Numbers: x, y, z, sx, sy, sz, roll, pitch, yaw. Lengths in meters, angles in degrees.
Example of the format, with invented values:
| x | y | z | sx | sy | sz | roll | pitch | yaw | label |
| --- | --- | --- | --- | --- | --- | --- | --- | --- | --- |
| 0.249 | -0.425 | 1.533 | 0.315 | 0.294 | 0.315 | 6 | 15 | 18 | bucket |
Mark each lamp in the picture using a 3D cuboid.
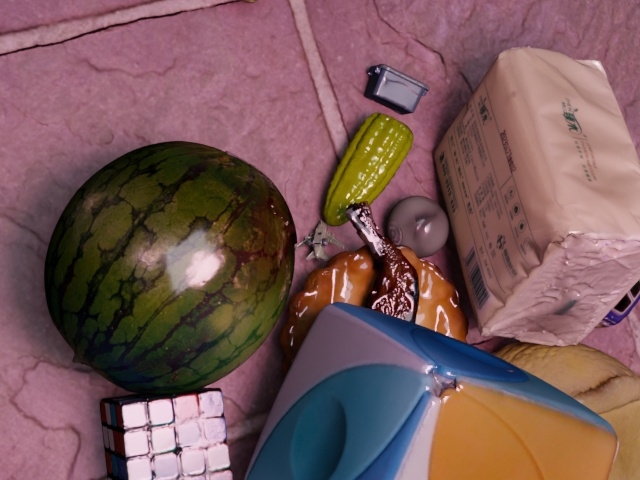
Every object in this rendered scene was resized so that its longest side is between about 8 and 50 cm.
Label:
| x | y | z | sx | sy | sz | roll | pitch | yaw | label |
| --- | --- | --- | --- | --- | --- | --- | --- | --- | --- |
| 0.160 | -0.022 | 1.640 | 0.105 | 0.105 | 0.105 | 3 | 82 | -21 | lamp |

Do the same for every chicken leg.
| x | y | z | sx | sy | sz | roll | pitch | yaw | label |
| --- | --- | --- | --- | --- | --- | --- | --- | --- | --- |
| 0.097 | 0.060 | 1.529 | 0.105 | 0.051 | 0.253 | -10 | 85 | -18 | chicken leg |

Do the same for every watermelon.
| x | y | z | sx | sy | sz | roll | pitch | yaw | label |
| --- | --- | --- | --- | --- | --- | --- | --- | --- | --- |
| -0.206 | 0.037 | 1.372 | 0.363 | 0.363 | 0.364 | 3 | 82 | -21 | watermelon |

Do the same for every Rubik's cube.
| x | y | z | sx | sy | sz | roll | pitch | yaw | label |
| --- | --- | --- | --- | --- | --- | --- | --- | --- | --- |
| 0.138 | 0.311 | 1.354 | 0.352 | 0.351 | 0.347 | 20 | 94 | -31 | Rubik's cube |
| -0.222 | 0.295 | 1.425 | 0.151 | 0.154 | 0.155 | -4 | 85 | -22 | Rubik's cube |

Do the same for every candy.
| x | y | z | sx | sy | sz | roll | pitch | yaw | label |
| --- | --- | --- | --- | --- | --- | --- | --- | --- | --- |
| 0.070 | -0.111 | 1.626 | 0.096 | 0.096 | 0.210 | 36 | 77 | -13 | candy |

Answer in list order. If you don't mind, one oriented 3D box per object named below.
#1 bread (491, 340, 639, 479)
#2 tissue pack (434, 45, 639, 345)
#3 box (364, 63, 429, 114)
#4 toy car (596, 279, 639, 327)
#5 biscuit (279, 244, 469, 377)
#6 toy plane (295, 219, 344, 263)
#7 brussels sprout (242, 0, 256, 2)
| x | y | z | sx | sy | sz | roll | pitch | yaw | label |
| --- | --- | --- | --- | --- | --- | --- | --- | --- | --- |
| 0.377 | 0.310 | 1.618 | 0.320 | 0.237 | 0.321 | -4 | 99 | -23 | bread |
| 0.342 | -0.069 | 1.546 | 0.207 | 0.297 | 0.381 | 6 | 54 | -20 | tissue pack |
| 0.124 | -0.252 | 1.677 | 0.099 | 0.074 | 0.054 | 23 | 89 | -17 | box |
| 0.461 | 0.071 | 1.717 | 0.235 | 0.172 | 0.158 | -47 | 115 | -15 | toy car |
| 0.085 | 0.166 | 1.588 | 0.325 | 0.107 | 0.326 | 2 | 85 | -20 | biscuit |
| -0.001 | -0.002 | 1.606 | 0.080 | 0.033 | 0.083 | -2 | 56 | 16 | toy plane |
| -0.113 | -0.453 | 1.587 | 0.155 | 0.117 | 0.155 | 0 | 90 | -1 | brussels sprout |
